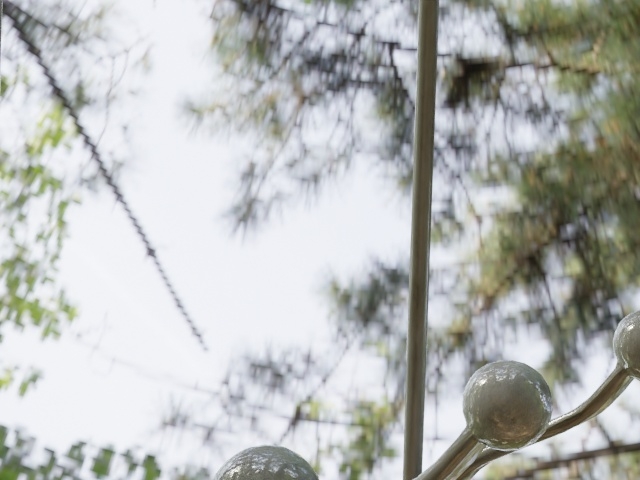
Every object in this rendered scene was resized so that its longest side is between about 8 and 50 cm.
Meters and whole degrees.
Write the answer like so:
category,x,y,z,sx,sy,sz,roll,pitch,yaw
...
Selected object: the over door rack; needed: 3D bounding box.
category,x,y,z,sx,sy,sz,roll,pitch,yaw
over door rack,0.000,0.000,0.463,0.108,0.239,0.324,-8,-89,29
